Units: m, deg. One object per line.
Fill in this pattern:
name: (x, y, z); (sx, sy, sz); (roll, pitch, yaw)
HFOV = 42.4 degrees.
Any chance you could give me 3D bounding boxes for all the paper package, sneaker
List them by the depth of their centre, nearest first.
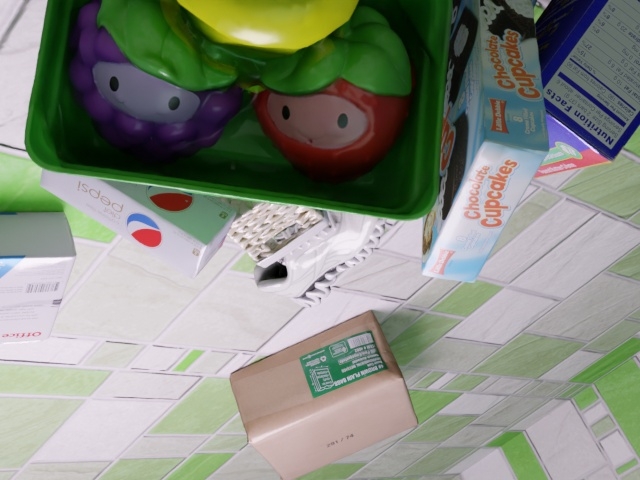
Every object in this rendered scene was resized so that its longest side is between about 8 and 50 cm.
sneaker: (0.000, 0.000, 1.272); (0.118, 0.110, 0.292); (12, 133, -32)
paper package: (0.012, 0.330, 1.695); (0.325, 0.168, 0.309); (-23, 148, -1)

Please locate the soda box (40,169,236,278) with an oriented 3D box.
soda box: (-0.211, -0.049, 0.956); (0.074, 0.216, 0.069); (-55, 175, -46)

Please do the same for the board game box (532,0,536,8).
board game box: (0.124, -0.262, 0.985); (0.254, 0.079, 0.336); (-13, 146, -17)

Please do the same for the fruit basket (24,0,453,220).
fruit basket: (-0.057, -0.178, 0.721); (0.392, 0.282, 0.392); (6, 170, 1)

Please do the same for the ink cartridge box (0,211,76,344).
ink cartridge box: (-0.414, 0.053, 1.084); (0.140, 0.082, 0.190); (-1, 142, -32)

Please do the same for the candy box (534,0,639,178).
candy box: (0.312, -0.230, 0.897); (0.317, 0.122, 0.268); (-53, -177, 0)

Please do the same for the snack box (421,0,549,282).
snack box: (0.151, -0.141, 0.810); (0.060, 0.321, 0.187); (10, 141, -4)

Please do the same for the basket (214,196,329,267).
basket: (-0.079, -0.071, 1.054); (0.113, 0.167, 0.103); (-34, 140, 15)
